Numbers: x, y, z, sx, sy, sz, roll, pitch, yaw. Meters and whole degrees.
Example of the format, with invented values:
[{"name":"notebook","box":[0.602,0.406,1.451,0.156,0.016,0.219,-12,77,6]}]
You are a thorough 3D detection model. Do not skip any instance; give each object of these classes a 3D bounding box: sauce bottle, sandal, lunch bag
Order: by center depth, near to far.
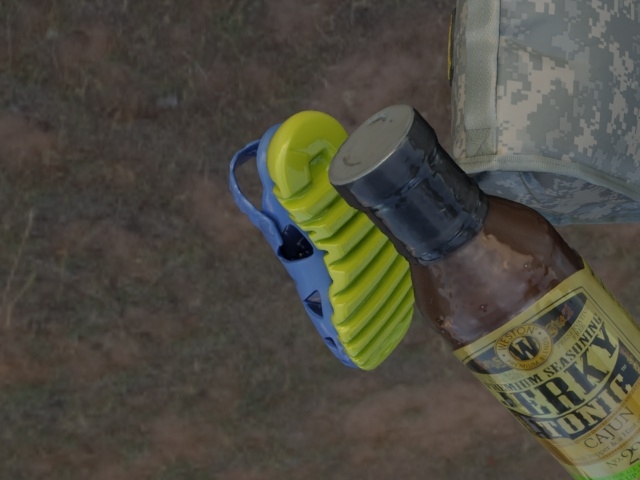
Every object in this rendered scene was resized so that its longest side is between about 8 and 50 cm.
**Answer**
[{"name":"sauce bottle","box":[0.138,0.052,0.754,0.111,0.111,0.344,-34,116,26]},{"name":"lunch bag","box":[0.198,-0.145,0.949,0.169,0.235,0.287,-1,171,41]},{"name":"sandal","box":[0.000,0.000,1.187,0.138,0.126,0.317,10,131,46]}]
